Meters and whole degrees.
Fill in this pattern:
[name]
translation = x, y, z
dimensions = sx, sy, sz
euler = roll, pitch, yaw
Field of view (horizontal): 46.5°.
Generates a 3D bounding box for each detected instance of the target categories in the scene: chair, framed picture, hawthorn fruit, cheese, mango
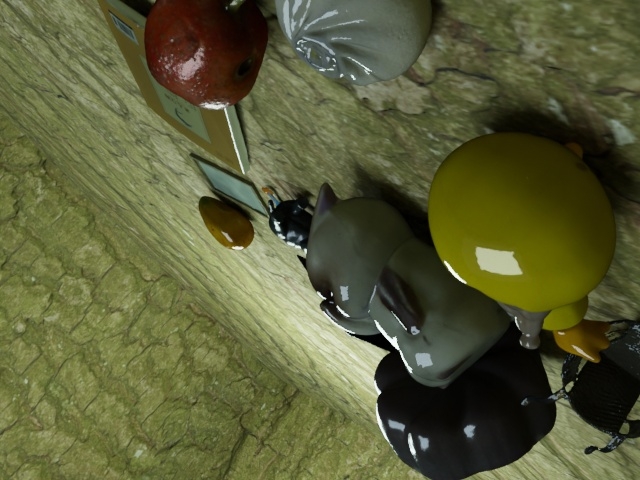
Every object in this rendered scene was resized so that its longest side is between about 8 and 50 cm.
[chair]
translation = 0.413, 0.200, 1.049
dimensions = 0.174, 0.149, 0.213
euler = 39, 159, 4
[framed picture]
translation = -0.201, -0.121, 1.685
dimensions = 0.201, 0.010, 0.136
euler = 28, 161, 32
[hawthorn fruit]
translation = -0.117, -0.279, 0.928
dimensions = 0.165, 0.165, 0.285
euler = 42, 146, -11
[cheese]
translation = -0.084, -0.072, 1.560
dimensions = 0.047, 0.017, 0.111
euler = 9, 146, 53
[mango]
translation = -0.232, -0.040, 1.821
dimensions = 0.165, 0.089, 0.115
euler = 32, 161, 29

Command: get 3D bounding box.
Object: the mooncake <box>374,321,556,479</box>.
[mooncake]
translation = 0.243, 0.258, 1.279
dimensions = 0.306, 0.306, 0.154
euler = 19, 147, 47

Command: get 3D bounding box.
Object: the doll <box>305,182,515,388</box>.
[doll]
translation = 0.130, 0.081, 1.175
dimensions = 0.370, 0.226, 0.215
euler = 30, -179, 20

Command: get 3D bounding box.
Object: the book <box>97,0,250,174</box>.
[book]
translation = -0.254, -0.271, 1.343
dimensions = 0.269, 0.032, 0.389
euler = 36, 166, 11

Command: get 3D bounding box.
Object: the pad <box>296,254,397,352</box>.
[pad]
translation = 0.100, 0.147, 1.444
dimensions = 0.330, 0.004, 0.220
euler = 29, -160, -45

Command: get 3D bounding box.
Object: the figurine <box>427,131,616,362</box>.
[figurine]
translation = 0.251, 0.018, 0.868
dimensions = 0.215, 0.187, 0.344
euler = 39, 175, 42

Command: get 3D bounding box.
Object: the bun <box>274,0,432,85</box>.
[bun]
translation = 0.023, -0.230, 0.771
dimensions = 0.173, 0.120, 0.173
euler = 33, 160, 13

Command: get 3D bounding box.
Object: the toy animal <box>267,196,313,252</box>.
[toy animal]
translation = 0.005, 0.001, 1.465
dimensions = 0.269, 0.082, 0.137
euler = 36, 167, -12
